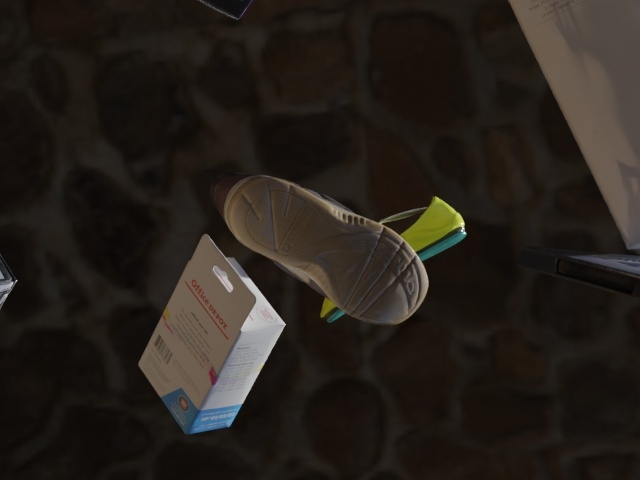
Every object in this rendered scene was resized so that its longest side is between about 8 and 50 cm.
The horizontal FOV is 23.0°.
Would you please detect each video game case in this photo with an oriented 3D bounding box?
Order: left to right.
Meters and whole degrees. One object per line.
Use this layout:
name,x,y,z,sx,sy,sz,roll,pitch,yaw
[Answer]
video game case,0.329,0.039,1.421,0.274,0.196,0.026,-164,-100,-67

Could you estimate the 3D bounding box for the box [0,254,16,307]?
box,-0.533,0.022,2.042,0.076,0.242,0.307,-9,53,-44

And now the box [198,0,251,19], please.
box,-0.097,-0.424,2.080,0.207,0.108,0.153,-49,-158,38

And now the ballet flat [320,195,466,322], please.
ballet flat,0.080,0.018,2.032,0.077,0.231,0.077,56,-14,8

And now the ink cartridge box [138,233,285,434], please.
ink cartridge box,-0.103,0.090,1.563,0.061,0.181,0.104,-4,43,-43

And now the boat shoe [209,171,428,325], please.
boat shoe,0.000,0.000,1.662,0.285,0.103,0.092,28,9,-38

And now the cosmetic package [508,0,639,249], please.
cosmetic package,0.303,-0.186,1.592,0.385,0.156,0.217,68,13,10
